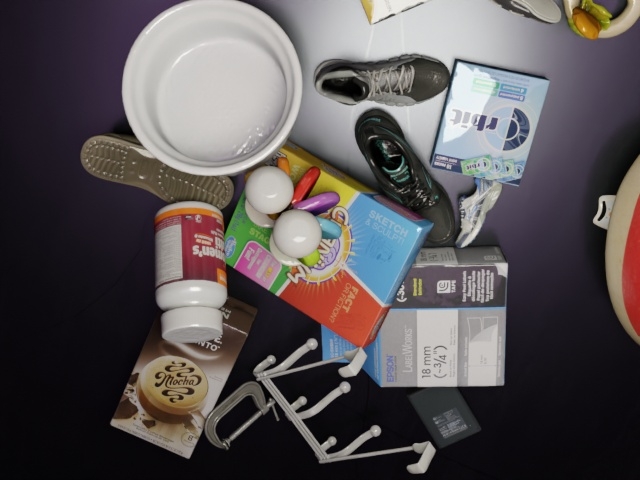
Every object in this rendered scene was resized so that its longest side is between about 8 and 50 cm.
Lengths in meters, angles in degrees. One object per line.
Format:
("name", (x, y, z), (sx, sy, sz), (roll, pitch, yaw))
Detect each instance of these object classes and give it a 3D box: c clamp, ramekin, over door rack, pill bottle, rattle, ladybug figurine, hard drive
("c clamp", (-0.147, 0.339, 1.497), (0.022, 0.161, 0.137), (23, 135, 43))
("ramekin", (-0.163, -0.232, 1.264), (0.277, 0.135, 0.277), (0, 87, 2))
("over door rack", (0.046, 0.295, 1.430), (0.324, 0.108, 0.239), (-17, 113, 53))
("pill bottle", (-0.221, 0.055, 1.343), (0.121, 0.121, 0.221), (-9, 68, 7))
("rattle", (0.476, -0.389, 1.205), (0.200, 0.143, 0.130), (-17, 89, 16))
("ladybug figurine", (0.633, 0.024, 1.296), (0.305, 0.162, 0.449), (-18, 113, -4))
("hard drive", (0.240, 0.331, 1.534), (0.094, 0.022, 0.135), (-28, 105, 13))

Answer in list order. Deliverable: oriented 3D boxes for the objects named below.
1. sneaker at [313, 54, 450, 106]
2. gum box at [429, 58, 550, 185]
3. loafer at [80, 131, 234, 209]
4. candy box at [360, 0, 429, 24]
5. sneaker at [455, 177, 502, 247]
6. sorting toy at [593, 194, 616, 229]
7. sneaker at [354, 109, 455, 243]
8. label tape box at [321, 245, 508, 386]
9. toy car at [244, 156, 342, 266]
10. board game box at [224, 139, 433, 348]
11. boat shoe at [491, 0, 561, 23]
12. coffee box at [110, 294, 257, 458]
("sneaker", (0.099, -0.249, 1.280), (0.229, 0.132, 0.086), (-2, 109, 5))
("gum box", (0.282, -0.198, 1.333), (0.157, 0.041, 0.184), (12, 111, 0))
("loafer", (-0.278, -0.131, 1.376), (0.269, 0.092, 0.102), (21, 114, -20))
("candy box", (0.157, -0.457, 1.235), (0.233, 0.071, 0.159), (-21, 107, 12))
("sneaker", (0.265, -0.052, 1.388), (0.058, 0.052, 0.135), (27, 102, 5))
("sorting toy", (0.519, -0.045, 1.377), (0.075, 0.045, 0.083), (15, 111, 19))
("sneaker", (0.142, -0.094, 1.348), (0.101, 0.106, 0.267), (-34, 105, 13))
("label tape box", (0.162, 0.139, 1.429), (0.334, 0.106, 0.240), (-2, 109, 4))
("toy car", (-0.036, -0.051, 1.258), (0.136, 0.159, 0.182), (-32, 84, -11))
("board game box", (0.000, 0.000, 1.351), (0.317, 0.064, 0.242), (31, 110, 18))
("boat shoe", (0.325, -0.380, 1.268), (0.125, 0.038, 0.046), (21, 68, -9))
("coffee box", (-0.256, 0.236, 1.485), (0.168, 0.119, 0.297), (24, 109, -4))
